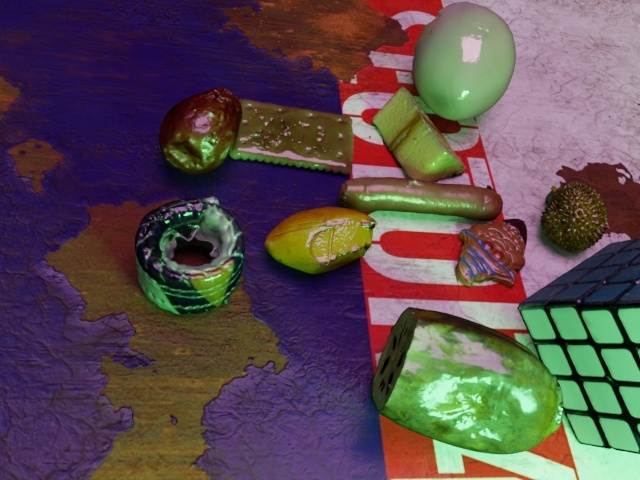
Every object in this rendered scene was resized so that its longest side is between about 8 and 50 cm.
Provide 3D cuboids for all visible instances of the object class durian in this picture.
[{"bbox_3d":[0.649,-0.064,1.658,0.159,0.146,0.198,27,57,4],"label":"durian"}]

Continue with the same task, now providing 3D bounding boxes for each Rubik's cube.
[{"bbox_3d":[0.669,0.191,1.289,0.345,0.337,0.343,-29,95,-28],"label":"Rubik's cube"}]

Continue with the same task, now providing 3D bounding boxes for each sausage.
[{"bbox_3d":[0.250,-0.106,1.628,0.419,0.094,0.094,4,15,-10],"label":"sausage"}]

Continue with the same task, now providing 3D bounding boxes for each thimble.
[{"bbox_3d":[-0.269,0.026,1.376,0.238,0.150,0.237,6,52,-8],"label":"thimble"}]

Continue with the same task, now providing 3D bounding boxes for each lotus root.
[{"bbox_3d":[0.288,0.277,1.269,0.346,0.250,0.250,16,52,-1],"label":"lotus root"}]

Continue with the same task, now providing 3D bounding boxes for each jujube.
[{"bbox_3d":[-0.277,-0.268,1.570,0.190,0.190,0.255,26,41,6],"label":"jujube"}]

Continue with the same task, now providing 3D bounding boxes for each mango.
[{"bbox_3d":[0.000,0.000,1.475,0.252,0.126,0.153,-7,67,-10],"label":"mango"}]

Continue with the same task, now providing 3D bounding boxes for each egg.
[{"bbox_3d":[0.396,-0.488,1.832,0.283,0.283,0.344,17,65,-1],"label":"egg"}]

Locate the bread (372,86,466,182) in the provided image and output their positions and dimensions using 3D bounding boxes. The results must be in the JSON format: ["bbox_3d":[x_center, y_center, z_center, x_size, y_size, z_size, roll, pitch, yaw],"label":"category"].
[{"bbox_3d":[0.263,-0.280,1.757,0.178,0.141,0.266,-25,61,-10],"label":"bread"}]

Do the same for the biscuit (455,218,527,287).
[{"bbox_3d":[0.430,0.024,1.616,0.280,0.043,0.183,-36,72,-29],"label":"biscuit"}]

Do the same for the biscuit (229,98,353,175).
[{"bbox_3d":[-0.072,-0.275,1.710,0.325,0.044,0.217,9,54,-7],"label":"biscuit"}]
